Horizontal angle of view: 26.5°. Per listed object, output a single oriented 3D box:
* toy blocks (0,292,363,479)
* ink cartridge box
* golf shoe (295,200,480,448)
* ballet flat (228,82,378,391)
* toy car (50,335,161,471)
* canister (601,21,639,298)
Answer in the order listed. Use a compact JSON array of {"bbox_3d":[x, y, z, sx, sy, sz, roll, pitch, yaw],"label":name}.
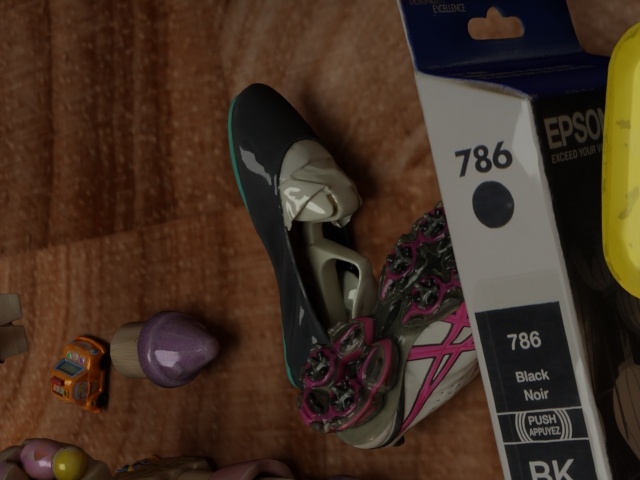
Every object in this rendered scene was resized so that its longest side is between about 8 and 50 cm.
[{"bbox_3d":[-0.103,0.174,0.814,0.260,0.289,0.308,-6,93,46],"label":"toy blocks"},{"bbox_3d":[0.137,0.023,0.662,0.065,0.165,0.332,-13,92,40],"label":"ink cartridge box"},{"bbox_3d":[0.069,0.045,0.792,0.186,0.086,0.067,-49,43,15],"label":"golf shoe"},{"bbox_3d":[0.000,0.000,0.833,0.074,0.074,0.203,-4,103,40],"label":"ballet flat"},{"bbox_3d":[-0.158,0.124,1.005,0.122,0.040,0.060,38,121,28],"label":"toy car"},{"bbox_3d":[0.192,-0.043,0.600,0.073,0.170,0.126,9,105,38],"label":"canister"}]
